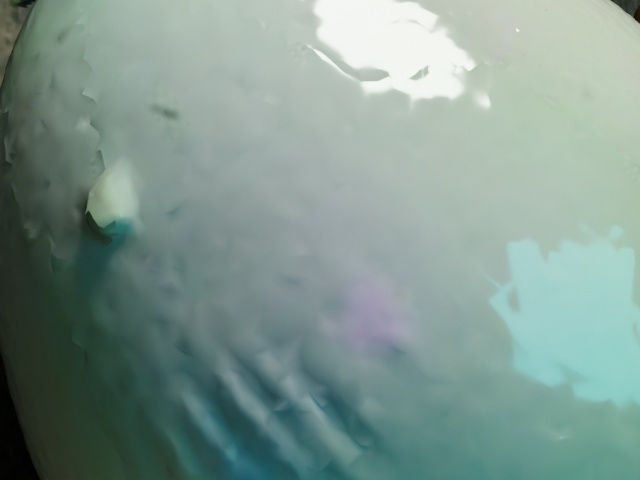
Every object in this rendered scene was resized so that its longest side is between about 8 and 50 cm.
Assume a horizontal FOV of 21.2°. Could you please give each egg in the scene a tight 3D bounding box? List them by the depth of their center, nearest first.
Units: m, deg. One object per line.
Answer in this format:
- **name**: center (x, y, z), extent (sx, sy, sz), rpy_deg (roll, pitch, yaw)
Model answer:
- **egg**: center (0.000, 0.000, 0.785), extent (0.340, 0.354, 0.354), rpy_deg (48, 52, -14)

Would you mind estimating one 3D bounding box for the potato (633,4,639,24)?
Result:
- **potato**: center (0.363, -0.143, 1.270), extent (0.285, 0.242, 0.242), rpy_deg (-39, 120, -5)
